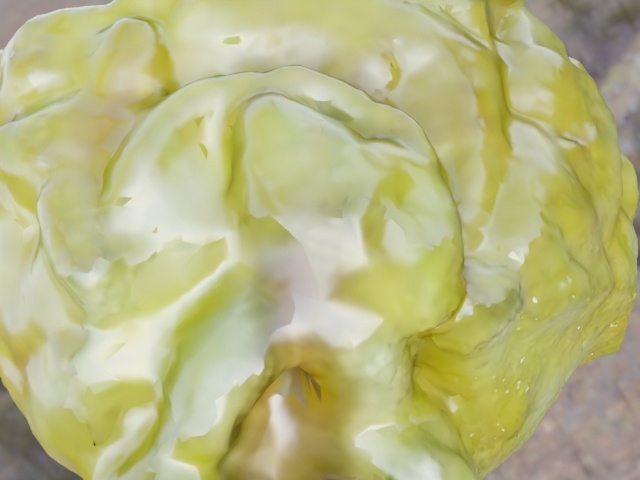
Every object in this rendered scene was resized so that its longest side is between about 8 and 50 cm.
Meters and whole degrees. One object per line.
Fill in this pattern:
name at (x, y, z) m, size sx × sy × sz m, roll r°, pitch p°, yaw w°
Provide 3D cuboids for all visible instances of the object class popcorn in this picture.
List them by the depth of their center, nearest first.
popcorn at (0.000, 0.000, 0.696) m, size 0.250 × 0.242 × 0.235 m, roll -27°, pitch 0°, yaw -6°
